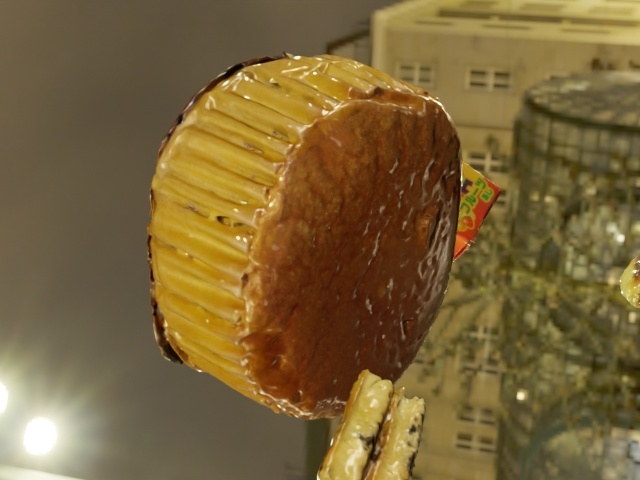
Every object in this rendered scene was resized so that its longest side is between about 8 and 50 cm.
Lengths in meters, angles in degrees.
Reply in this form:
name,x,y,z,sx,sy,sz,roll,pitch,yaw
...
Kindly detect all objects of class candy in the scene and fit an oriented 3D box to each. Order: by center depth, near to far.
name,x,y,z,sx,sy,sz,roll,pitch,yaw
candy,0.061,-0.043,0.884,0.062,0.122,0.038,-54,-1,-38

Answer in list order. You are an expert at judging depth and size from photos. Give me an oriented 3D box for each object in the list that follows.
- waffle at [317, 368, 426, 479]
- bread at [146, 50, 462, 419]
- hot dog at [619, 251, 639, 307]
name,x,y,z,sx,sy,sz,roll,pitch,yaw
waffle,0.012,0.149,0.619,0.102,0.042,0.148,-63,-12,-53
bread,0.001,0.000,0.695,0.199,0.104,0.199,-25,-54,-39
hot dog,0.383,0.029,1.180,0.213,0.146,0.103,-29,-18,-27
